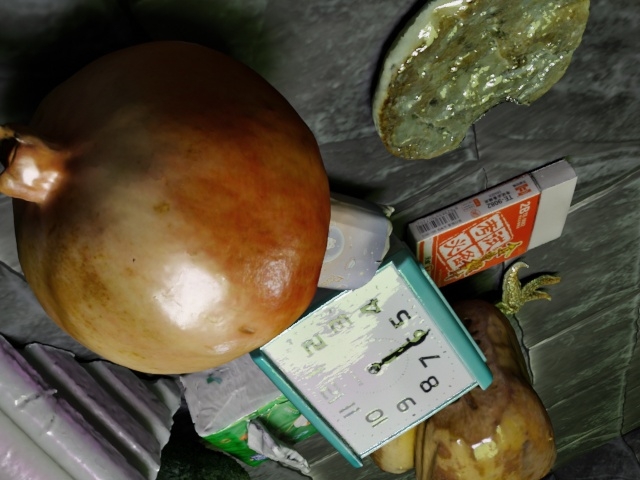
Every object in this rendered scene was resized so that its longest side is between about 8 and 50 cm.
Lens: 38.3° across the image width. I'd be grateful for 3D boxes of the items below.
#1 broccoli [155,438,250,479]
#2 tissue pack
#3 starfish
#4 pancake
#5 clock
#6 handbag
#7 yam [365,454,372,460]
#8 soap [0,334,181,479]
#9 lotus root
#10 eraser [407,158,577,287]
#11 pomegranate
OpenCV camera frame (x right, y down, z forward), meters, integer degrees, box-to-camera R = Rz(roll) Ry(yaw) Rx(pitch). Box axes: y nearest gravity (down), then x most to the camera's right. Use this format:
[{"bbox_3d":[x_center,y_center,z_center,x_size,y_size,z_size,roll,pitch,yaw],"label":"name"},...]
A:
[{"bbox_3d":[-0.234,0.413,1.295,0.321,0.283,0.304,-10,172,12],"label":"broccoli"},{"bbox_3d":[-0.074,0.244,1.278,0.148,0.156,0.209,-26,152,3],"label":"tissue pack"},{"bbox_3d":[0.295,0.099,1.474,0.223,0.050,0.217,-6,153,-25],"label":"starfish"},{"bbox_3d":[0.156,-0.176,0.910,0.254,0.037,0.253,-21,150,-13],"label":"pancake"},{"bbox_3d":[0.062,0.134,1.169,0.231,0.116,0.262,-34,125,5],"label":"clock"},{"bbox_3d":[0.000,0.000,1.008,0.173,0.095,0.117,10,135,-44],"label":"handbag"},{"bbox_3d":[0.158,0.305,1.636,0.093,0.093,0.259,2,140,-42],"label":"yam"},{"bbox_3d":[-0.326,0.188,1.094,0.159,0.258,0.302,-35,106,15],"label":"soap"},{"bbox_3d":[0.180,0.235,1.345,0.316,0.316,0.250,-25,140,-4],"label":"lotus root"},{"bbox_3d":[0.224,-0.013,1.229,0.230,0.038,0.157,-22,150,-8],"label":"eraser"},{"bbox_3d":[-0.126,-0.028,0.702,0.229,0.252,0.270,-20,160,32],"label":"pomegranate"}]
